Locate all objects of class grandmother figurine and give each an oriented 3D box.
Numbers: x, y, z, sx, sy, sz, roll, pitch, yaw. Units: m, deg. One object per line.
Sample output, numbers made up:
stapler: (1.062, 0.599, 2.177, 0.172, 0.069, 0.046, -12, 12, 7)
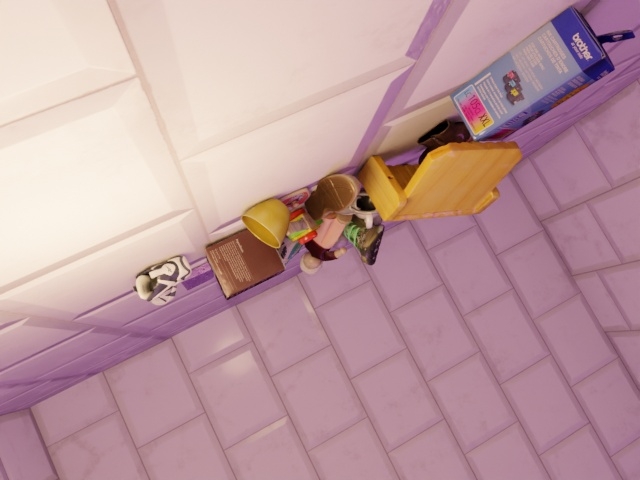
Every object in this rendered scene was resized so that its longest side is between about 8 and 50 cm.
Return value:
grandmother figurine: (0.000, 0.000, 1.856, 0.104, 0.208, 0.343, -25, 151, -39)

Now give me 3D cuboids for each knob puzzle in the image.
knob puzzle: (-0.102, -0.100, 1.502, 0.213, 0.030, 0.213, -27, 172, -4)

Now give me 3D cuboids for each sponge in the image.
sponge: (-0.453, 0.133, 1.833, 0.117, 0.031, 0.210, -26, 172, -14)

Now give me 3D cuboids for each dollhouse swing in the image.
dollhouse swing: (0.344, -0.233, 1.459, 0.346, 0.315, 0.305, -5, 136, -20)

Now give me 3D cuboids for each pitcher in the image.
pitcher: (0.168, -0.119, 1.775, 0.125, 0.178, 0.207, 6, 172, 1)

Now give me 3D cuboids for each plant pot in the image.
plant pot: (-0.136, -0.058, 1.369, 0.095, 0.134, 0.134, -52, 180, -19)

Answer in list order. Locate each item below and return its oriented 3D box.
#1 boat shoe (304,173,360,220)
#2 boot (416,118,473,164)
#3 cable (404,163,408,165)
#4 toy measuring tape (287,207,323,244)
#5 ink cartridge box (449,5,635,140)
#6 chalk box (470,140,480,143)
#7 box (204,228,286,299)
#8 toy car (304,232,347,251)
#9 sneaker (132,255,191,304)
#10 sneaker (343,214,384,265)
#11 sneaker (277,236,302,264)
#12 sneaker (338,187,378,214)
boat shoe: (0.049, -0.140, 1.503, 0.098, 0.109, 0.302, -30, 180, -25)
boot: (0.372, -0.316, 1.629, 0.206, 0.090, 0.248, -1, 159, -44)
cable: (0.273, -0.235, 1.884, 0.150, 0.047, 0.184, -36, 176, 5)
toy measuring tape: (-0.083, -0.036, 1.613, 0.121, 0.122, 0.330, -30, 179, 20)
ink cartridge box: (0.565, -0.420, 1.261, 0.395, 0.151, 0.270, -35, 170, 35)
chalk box: (0.585, -0.297, 2.035, 0.288, 0.179, 0.180, -28, 172, -4)
box: (-0.243, 0.070, 1.588, 0.203, 0.167, 0.168, -25, 176, -14)
toy car: (0.014, -0.034, 2.022, 0.181, 0.159, 0.136, -25, 136, -14)
sneaker: (-0.496, 0.137, 1.472, 0.153, 0.094, 0.235, -17, 167, -48)
sneaker: (0.139, -0.030, 1.901, 0.181, 0.158, 0.410, 11, -159, 0)
sneaker: (-0.136, 0.051, 2.071, 0.109, 0.107, 0.275, -19, 170, -23)
sneaker: (0.114, -0.128, 1.619, 0.262, 0.100, 0.121, 0, -173, 38)
